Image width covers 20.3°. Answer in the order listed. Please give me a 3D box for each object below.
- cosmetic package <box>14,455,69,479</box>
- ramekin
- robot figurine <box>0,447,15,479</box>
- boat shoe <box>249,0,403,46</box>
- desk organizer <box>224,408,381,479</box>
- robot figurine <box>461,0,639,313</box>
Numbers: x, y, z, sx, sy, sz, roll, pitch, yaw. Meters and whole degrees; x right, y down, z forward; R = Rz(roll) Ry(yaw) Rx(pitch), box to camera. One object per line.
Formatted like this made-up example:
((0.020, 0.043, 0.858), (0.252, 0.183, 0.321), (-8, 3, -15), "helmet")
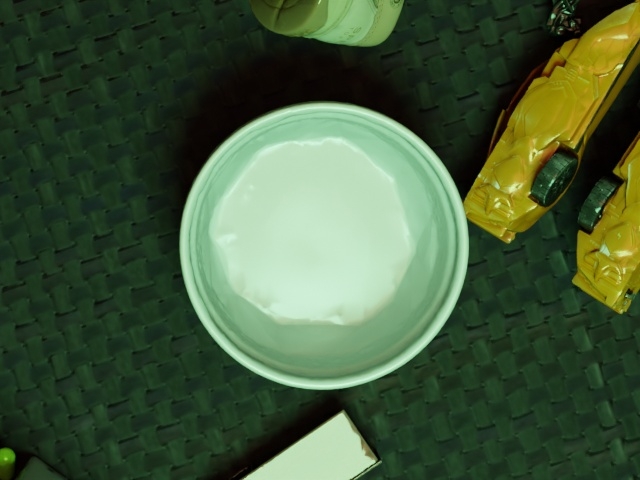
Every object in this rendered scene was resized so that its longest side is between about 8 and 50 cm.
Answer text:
((-0.193, 0.322, 1.318), (0.224, 0.138, 0.225), (36, 90, -6), "cosmetic package")
((0.000, 0.000, 1.316), (0.207, 0.109, 0.207), (0, 95, -3), "ramekin")
((-0.279, 0.168, 1.331), (0.101, 0.067, 0.115), (5, 94, -6), "robot figurine")
((0.031, -0.313, 1.300), (0.110, 0.121, 0.341), (5, 99, -42), "boat shoe")
((-0.022, 0.181, 1.362), (0.130, 0.047, 0.050), (-34, 94, -1), "desk organizer")
((0.238, -0.106, 1.319), (0.211, 0.085, 0.291), (34, 92, 21), "robot figurine")
